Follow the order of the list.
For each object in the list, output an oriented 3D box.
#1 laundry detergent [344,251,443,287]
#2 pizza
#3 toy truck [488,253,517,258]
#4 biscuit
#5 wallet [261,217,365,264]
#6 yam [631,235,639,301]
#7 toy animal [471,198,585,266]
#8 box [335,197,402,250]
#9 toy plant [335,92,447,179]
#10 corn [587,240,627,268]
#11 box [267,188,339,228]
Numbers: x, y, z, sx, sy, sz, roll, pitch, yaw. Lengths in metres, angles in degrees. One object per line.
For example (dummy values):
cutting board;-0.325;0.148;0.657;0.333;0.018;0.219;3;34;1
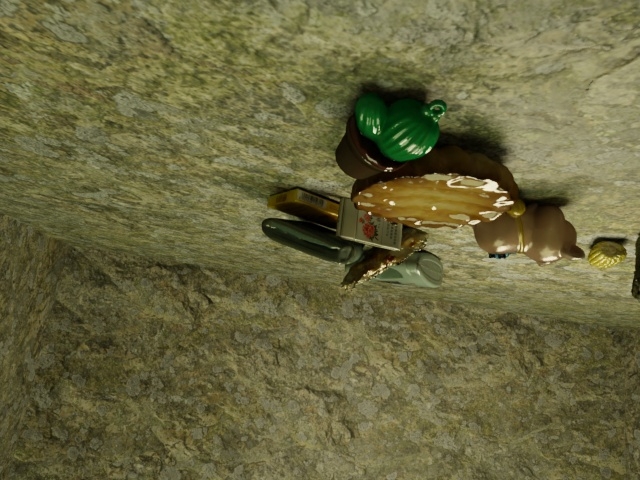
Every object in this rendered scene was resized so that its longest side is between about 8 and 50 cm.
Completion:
laundry detergent;0.268;0.110;1.805;0.398;0.124;0.264;0;167;38
pizza;0.177;0.050;1.339;0.071;0.297;0.189;55;176;-15
toy truck;0.586;0.031;1.418;0.090;0.056;0.073;0;178;-32
biscuit;0.225;-0.107;0.900;0.326;0.107;0.325;4;167;1
wallet;0.000;0.000;1.293;0.252;0.083;0.360;23;-172;15
yam;0.926;0.069;1.063;0.300;0.195;0.195;-3;163;35
toy animal;0.471;-0.026;1.042;0.248;0.149;0.165;18;-176;7
box;0.138;-0.042;1.220;0.199;0.109;0.029;13;166;-24
toy plant;0.104;-0.174;0.702;0.143;0.105;0.200;29;142;-22
corn;0.829;0.044;1.287;0.085;0.063;0.165;-7;165;18
box;-0.002;-0.082;1.277;0.269;0.043;0.152;18;168;-34
